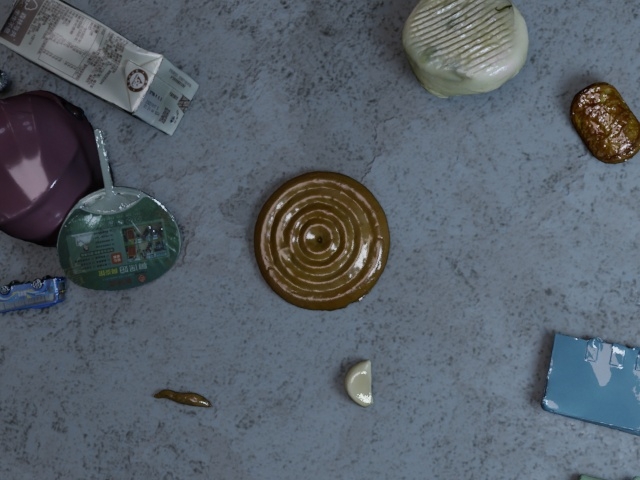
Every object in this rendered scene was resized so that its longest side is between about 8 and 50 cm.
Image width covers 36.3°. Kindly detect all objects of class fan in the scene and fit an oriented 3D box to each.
[{"bbox_3d":[-0.354,-0.036,1.800,0.223,0.012,0.294,18,102,-19],"label":"fan"}]

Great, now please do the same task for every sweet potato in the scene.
[{"bbox_3d":[-0.255,0.290,1.801,0.115,0.026,0.026,10,85,14],"label":"sweet potato"}]

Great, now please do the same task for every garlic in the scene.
[{"bbox_3d":[0.068,0.256,1.732,0.053,0.041,0.083,-8,89,-3],"label":"garlic"}]

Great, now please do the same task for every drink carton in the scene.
[{"bbox_3d":[-0.414,-0.336,1.828,0.324,0.194,0.132,29,91,13],"label":"drink carton"}]

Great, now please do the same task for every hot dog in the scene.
[{"bbox_3d":[0.496,-0.202,1.689,0.099,0.065,0.147,-34,84,5],"label":"hot dog"}]

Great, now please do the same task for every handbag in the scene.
[{"bbox_3d":[0.491,0.243,1.639,0.221,0.057,0.144,12,81,13],"label":"handbag"}]

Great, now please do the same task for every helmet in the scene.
[{"bbox_3d":[-0.563,-0.149,1.837,0.271,0.197,0.338,-35,78,8],"label":"helmet"}]

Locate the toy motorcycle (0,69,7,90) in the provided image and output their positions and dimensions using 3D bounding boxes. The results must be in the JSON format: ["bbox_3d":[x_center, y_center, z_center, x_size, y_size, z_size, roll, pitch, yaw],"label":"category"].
[{"bbox_3d":[-0.715,-0.308,1.953,0.190,0.074,0.106,-25,69,9],"label":"toy motorcycle"}]

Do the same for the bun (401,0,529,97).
[{"bbox_3d":[0.253,-0.348,1.731,0.210,0.116,0.237,-38,61,1],"label":"bun"}]

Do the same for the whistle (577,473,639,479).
[{"bbox_3d":[0.549,0.437,1.597,0.257,0.067,0.126,11,91,17],"label":"whistle"}]

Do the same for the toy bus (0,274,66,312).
[{"bbox_3d":[-0.564,0.103,1.878,0.152,0.051,0.061,-9,93,10],"label":"toy bus"}]

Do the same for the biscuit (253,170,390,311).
[{"bbox_3d":[0.000,0.000,1.780,0.261,0.037,0.262,-2,82,11],"label":"biscuit"}]
